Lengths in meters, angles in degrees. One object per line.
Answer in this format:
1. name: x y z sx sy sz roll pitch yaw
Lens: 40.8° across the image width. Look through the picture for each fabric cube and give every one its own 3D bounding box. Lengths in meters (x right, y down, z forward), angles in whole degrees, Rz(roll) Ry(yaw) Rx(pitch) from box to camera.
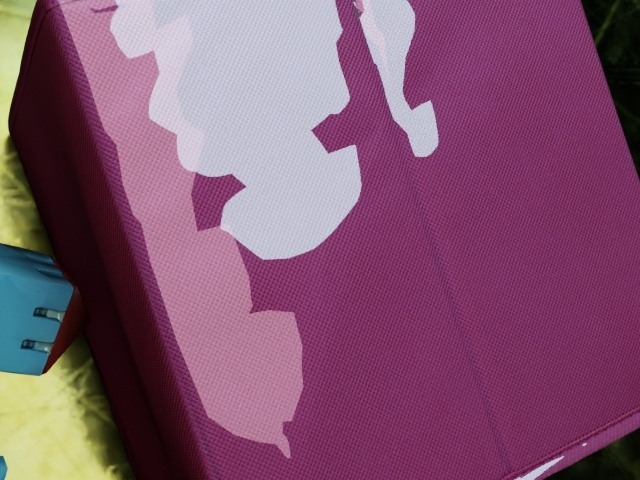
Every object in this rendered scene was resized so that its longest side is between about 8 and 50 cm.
1. fabric cube: 0.000 0.000 0.477 0.259 0.254 0.258 -20 92 -23

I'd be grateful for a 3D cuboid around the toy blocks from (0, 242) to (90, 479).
1. toy blocks: -0.274 0.114 0.388 0.261 0.191 0.381 17 98 -37
